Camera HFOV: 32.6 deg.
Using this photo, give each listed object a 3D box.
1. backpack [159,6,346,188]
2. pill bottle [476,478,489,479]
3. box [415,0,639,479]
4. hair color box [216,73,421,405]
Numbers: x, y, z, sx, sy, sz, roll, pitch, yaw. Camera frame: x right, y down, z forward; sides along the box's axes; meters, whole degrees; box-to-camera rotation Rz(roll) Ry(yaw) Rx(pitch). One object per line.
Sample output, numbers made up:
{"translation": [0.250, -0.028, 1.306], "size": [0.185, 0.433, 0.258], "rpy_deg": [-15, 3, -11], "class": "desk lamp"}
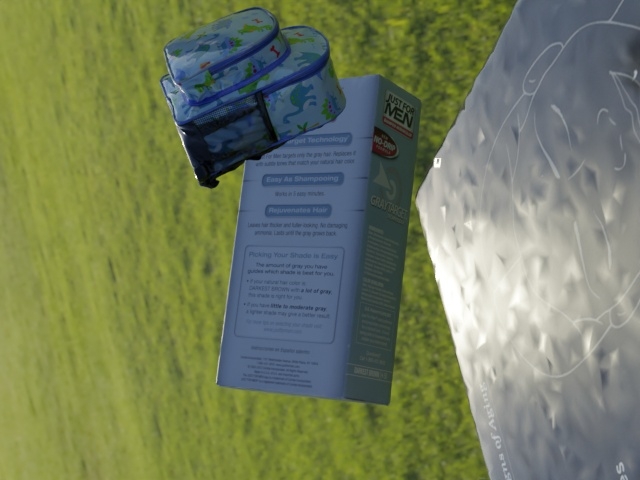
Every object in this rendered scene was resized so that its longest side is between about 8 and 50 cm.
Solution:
{"translation": [-0.046, -0.104, 0.727], "size": [0.105, 0.114, 0.084], "rpy_deg": [-117, 8, -59], "class": "backpack"}
{"translation": [0.120, 0.336, 1.036], "size": [0.216, 0.121, 0.121], "rpy_deg": [-55, 43, 14], "class": "pill bottle"}
{"translation": [0.301, 0.043, 0.687], "size": [0.472, 0.297, 0.480], "rpy_deg": [115, 147, -58], "class": "box"}
{"translation": [0.000, 0.000, 1.313], "size": [0.185, 0.113, 0.374], "rpy_deg": [1, 80, 34], "class": "hair color box"}
